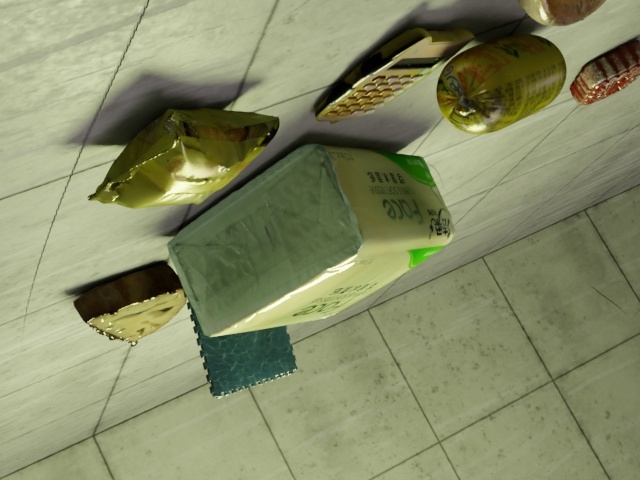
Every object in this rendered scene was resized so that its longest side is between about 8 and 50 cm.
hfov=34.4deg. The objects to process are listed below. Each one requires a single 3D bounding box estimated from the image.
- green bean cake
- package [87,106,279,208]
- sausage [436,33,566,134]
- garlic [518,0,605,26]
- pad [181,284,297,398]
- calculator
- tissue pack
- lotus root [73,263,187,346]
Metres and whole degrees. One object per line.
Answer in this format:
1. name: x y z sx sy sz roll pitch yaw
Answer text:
1. green bean cake: 0.560 -0.320 1.999 0.136 0.056 0.135 -27 166 -5
2. package: -0.160 -0.100 1.239 0.168 0.090 0.226 -38 167 27
3. sausage: 0.267 -0.231 1.497 0.123 0.123 0.347 -36 176 33
4. garlic: 0.340 -0.351 1.335 0.198 0.090 0.128 -21 154 -13
5. pad: -0.142 0.123 1.785 0.012 0.269 0.270 -19 175 29
6. calculator: 0.090 -0.225 1.419 0.236 0.033 0.157 -35 167 38
7. tissue pack: 0.000 0.000 1.728 0.332 0.205 0.405 -31 167 25
8. lotus root: -0.316 0.108 1.786 0.170 0.074 0.260 -28 166 -6
